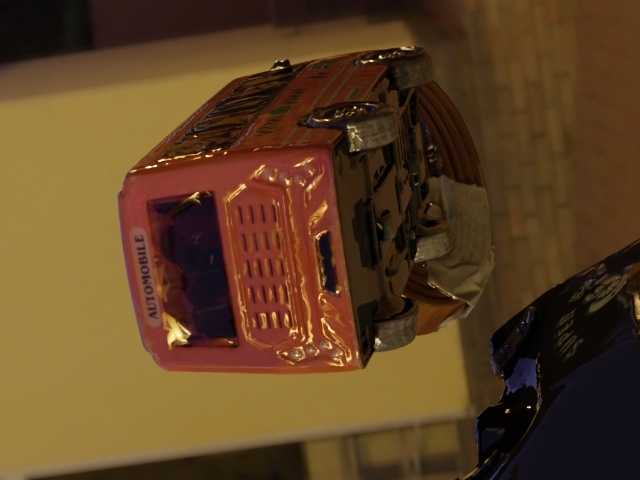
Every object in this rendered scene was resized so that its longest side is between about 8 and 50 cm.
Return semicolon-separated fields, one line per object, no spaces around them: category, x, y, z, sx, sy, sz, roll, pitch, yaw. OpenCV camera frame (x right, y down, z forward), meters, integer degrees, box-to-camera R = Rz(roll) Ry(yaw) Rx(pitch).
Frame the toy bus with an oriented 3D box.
toy bus;-0.020;-0.035;1.478;0.427;0.233;0.203;-59;-37;-71

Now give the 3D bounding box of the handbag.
handbag;0.212;0.098;1.188;0.152;0.288;0.342;50;-144;-16

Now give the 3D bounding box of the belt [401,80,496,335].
belt;0.098;-0.051;2.116;0.122;0.217;0.339;135;121;-64
